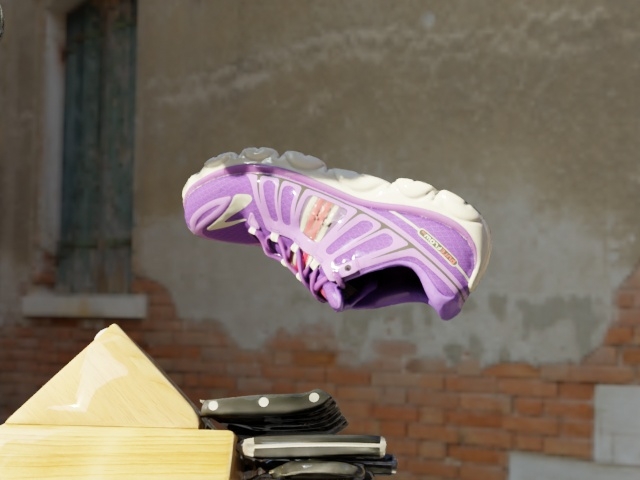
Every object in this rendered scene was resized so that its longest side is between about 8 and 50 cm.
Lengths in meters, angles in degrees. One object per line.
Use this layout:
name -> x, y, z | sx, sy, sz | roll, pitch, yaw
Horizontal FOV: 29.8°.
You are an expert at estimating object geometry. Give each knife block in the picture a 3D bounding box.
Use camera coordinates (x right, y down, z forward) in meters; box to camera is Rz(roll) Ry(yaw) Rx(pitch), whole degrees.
knife block -> -0.090, 0.184, 0.722 | 0.242, 0.275, 0.088 | 45, -8, 22

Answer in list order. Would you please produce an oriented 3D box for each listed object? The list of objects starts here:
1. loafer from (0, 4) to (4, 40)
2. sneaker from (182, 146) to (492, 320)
loafer -> -0.272, -0.167, 0.834 | 0.061, 0.062, 0.170 | 35, 3, -46
sneaker -> 0.000, 0.000, 0.615 | 0.170, 0.071, 0.068 | 11, -26, 24
